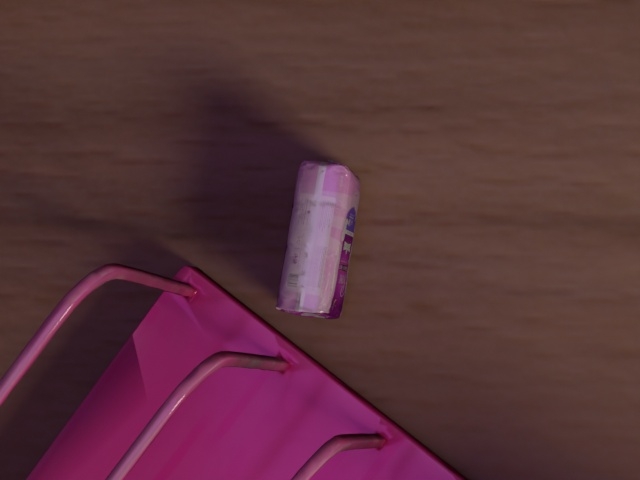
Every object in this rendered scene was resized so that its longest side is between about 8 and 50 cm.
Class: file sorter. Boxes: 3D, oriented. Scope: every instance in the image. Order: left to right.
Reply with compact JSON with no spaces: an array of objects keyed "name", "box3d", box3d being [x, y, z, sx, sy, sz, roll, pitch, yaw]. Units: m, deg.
[{"name":"file sorter","box3d":[-0.037,0.172,0.785,0.290,0.182,0.202,37,93,13]}]

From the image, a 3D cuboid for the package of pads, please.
[{"name":"package of pads","box3d":[0.000,0.000,0.858,0.032,0.050,0.083,9,87,13]}]
